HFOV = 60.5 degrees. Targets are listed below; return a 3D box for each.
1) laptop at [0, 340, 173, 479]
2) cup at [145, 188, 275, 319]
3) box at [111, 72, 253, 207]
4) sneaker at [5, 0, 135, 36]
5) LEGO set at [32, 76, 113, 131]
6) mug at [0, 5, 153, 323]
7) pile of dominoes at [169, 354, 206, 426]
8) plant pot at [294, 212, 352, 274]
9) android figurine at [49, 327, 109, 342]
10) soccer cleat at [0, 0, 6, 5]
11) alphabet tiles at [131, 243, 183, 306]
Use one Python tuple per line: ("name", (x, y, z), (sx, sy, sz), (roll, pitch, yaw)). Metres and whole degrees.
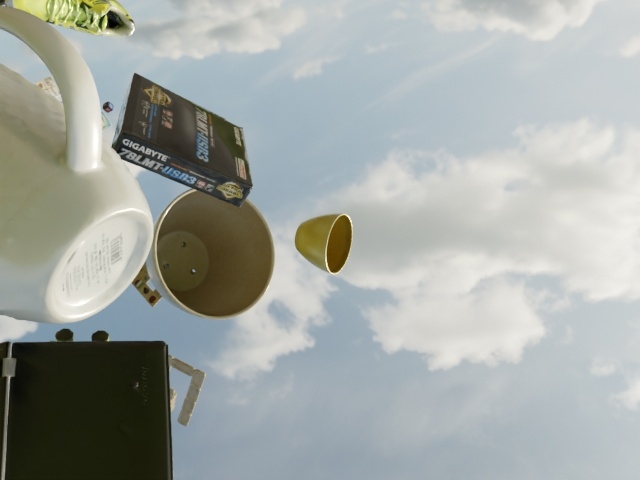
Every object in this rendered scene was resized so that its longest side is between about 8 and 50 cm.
("laptop", (-0.494, 0.381, 0.934), (0.407, 0.236, 0.382), (-13, -110, 15))
("cup", (-0.320, 0.041, 1.429), (0.237, 0.331, 0.331), (-11, -154, 50))
("box", (-0.304, -0.229, 1.241), (0.293, 0.073, 0.295), (22, -149, -27))
("sneaker", (-0.682, -0.656, 1.531), (0.147, 0.145, 0.384), (33, -153, 17))
("LEGO set", (-0.650, -0.357, 1.459), (0.060, 0.182, 0.244), (-18, -155, 21))
("mug", (-0.376, -0.091, 0.675), (0.328, 0.374, 0.276), (32, -149, 13))
("pile of dominoes", (-0.393, 0.355, 1.386), (0.196, 0.251, 0.040), (28, -143, 3))
("plant pot", (0.000, 0.000, 1.206), (0.095, 0.134, 0.134), (11, -138, 25))
("android figurine", (-0.615, 0.338, 1.427), (0.248, 0.273, 0.056), (7, -143, -16))
("soccer cleat", (-0.565, -0.599, 1.104), (0.331, 0.143, 0.116), (-25, 174, -9))
("alphabet tiles", (-0.570, 0.081, 1.929), (0.237, 0.009, 0.198), (-46, -104, 3))
